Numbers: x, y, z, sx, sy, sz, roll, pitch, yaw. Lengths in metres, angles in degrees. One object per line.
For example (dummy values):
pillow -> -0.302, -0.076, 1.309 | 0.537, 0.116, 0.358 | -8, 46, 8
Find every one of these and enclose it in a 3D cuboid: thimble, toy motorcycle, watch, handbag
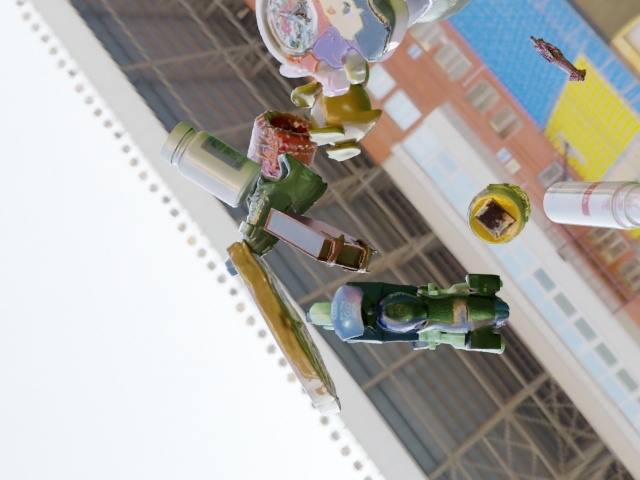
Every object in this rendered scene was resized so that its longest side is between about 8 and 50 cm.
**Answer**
thimble -> -0.089, -0.236, 2.266 | 0.163, 0.125, 0.189 | 19, -158, 3
toy motorcycle -> 0.138, 0.118, 1.493 | 0.196, 0.331, 0.125 | 70, -160, -82
watch -> 0.063, -0.315, 1.258 | 0.231, 0.244, 0.196 | -23, -93, -41
handbag -> 0.000, 0.000, 1.674 | 0.127, 0.062, 0.190 | 15, -172, -38

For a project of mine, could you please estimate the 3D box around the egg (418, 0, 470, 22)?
egg -> 0.187, -0.555, 1.594 | 0.259, 0.352, 0.258 | 4, -163, -1

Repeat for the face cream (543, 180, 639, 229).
face cream -> 0.601, -0.076, 1.950 | 0.102, 0.102, 0.345 | 41, 170, -15

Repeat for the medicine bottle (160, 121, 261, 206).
medicine bottle -> -0.221, -0.155, 1.869 | 0.187, 0.102, 0.103 | 32, -158, 3

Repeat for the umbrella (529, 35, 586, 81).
umbrella -> 0.377, -0.295, 1.484 | 0.027, 0.025, 0.165 | -2, -145, -22

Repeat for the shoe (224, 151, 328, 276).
shoe -> -0.130, -0.067, 1.996 | 0.149, 0.293, 0.109 | 46, 173, -12

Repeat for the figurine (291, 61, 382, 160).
figurine -> 0.046, -0.324, 2.157 | 0.215, 0.215, 0.228 | 16, -138, -52

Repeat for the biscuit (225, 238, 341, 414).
biscuit -> -0.061, 0.173, 1.811 | 0.365, 0.062, 0.385 | 58, 176, 22

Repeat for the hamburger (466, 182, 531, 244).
hamburger -> 0.379, -0.057, 1.970 | 0.127, 0.141, 0.081 | 28, -163, 8
